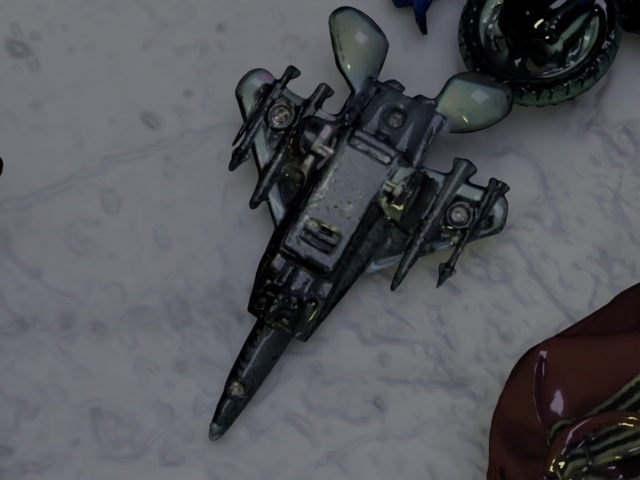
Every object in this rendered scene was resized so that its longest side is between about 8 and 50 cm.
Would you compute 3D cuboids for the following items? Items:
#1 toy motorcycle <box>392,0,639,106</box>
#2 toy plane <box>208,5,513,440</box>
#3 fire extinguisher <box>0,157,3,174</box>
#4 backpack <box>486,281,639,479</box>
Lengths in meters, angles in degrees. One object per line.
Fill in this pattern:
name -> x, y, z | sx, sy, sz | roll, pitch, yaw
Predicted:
toy motorcycle -> 0.191, -0.201, 1.068 | 0.315, 0.113, 0.169 | -32, 65, -2
toy plane -> 0.000, -0.002, 1.014 | 0.169, 0.078, 0.246 | 29, 74, 8
fire extinguisher -> -0.348, -0.041, 1.008 | 0.341, 0.105, 0.141 | 13, 73, 7
backpack -> 0.242, 0.104, 0.916 | 0.317, 0.197, 0.283 | -10, 56, -8
